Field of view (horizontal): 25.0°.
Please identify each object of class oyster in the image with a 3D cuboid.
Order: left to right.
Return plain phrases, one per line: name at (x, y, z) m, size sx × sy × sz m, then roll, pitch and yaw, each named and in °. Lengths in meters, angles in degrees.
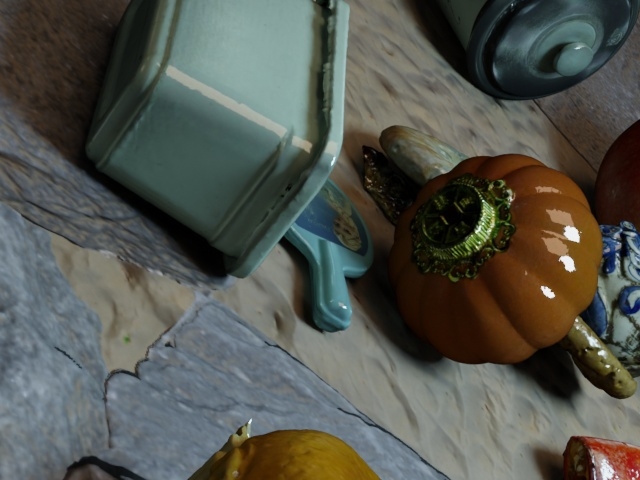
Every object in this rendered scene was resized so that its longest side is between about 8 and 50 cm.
oyster at (0.089, -0.045, 1.609) m, size 0.132 × 0.029 × 0.086 m, roll 39°, pitch 29°, yaw -23°

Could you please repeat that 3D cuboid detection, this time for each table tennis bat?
table tennis bat at (0.000, 0.000, 1.418) m, size 0.149 × 0.038 × 0.237 m, roll 34°, pitch 28°, yaw -29°

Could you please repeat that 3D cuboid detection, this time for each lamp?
lamp at (0.174, 0.019, 1.450) m, size 0.196 × 0.223 × 0.223 m, roll 41°, pitch 25°, yaw -46°

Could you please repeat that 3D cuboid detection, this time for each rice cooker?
rice cooker at (0.301, -0.351, 2.054) m, size 0.316 × 0.264 × 0.316 m, roll 157°, pitch -90°, yaw -90°

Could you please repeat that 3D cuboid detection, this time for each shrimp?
shrimp at (0.190, -0.037, 1.668) m, size 0.317 × 0.077 × 0.168 m, roll 32°, pitch 13°, yaw -29°

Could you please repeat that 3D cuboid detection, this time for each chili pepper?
chili pepper at (0.330, 0.260, 1.519) m, size 0.192 × 0.086 × 0.084 m, roll 16°, pitch 13°, yaw -34°

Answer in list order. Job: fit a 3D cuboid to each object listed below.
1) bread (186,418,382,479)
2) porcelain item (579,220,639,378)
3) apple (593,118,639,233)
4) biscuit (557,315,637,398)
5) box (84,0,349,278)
bread at (0.048, 0.298, 0.950) m, size 0.388 × 0.183 × 0.236 m, roll 45°, pitch 25°, yaw -8°
porcelain item at (0.442, 0.075, 1.805) m, size 0.288 × 0.138 × 0.186 m, roll 3°, pitch 55°, yaw -22°
apple at (0.564, -0.040, 2.028) m, size 0.348 × 0.277 × 0.348 m, roll 33°, pitch 34°, yaw -26°
biscuit at (0.268, 0.093, 1.618) m, size 0.226 × 0.042 × 0.226 m, roll 47°, pitch 3°, yaw -3°
box at (-0.096, -0.141, 1.321) m, size 0.182 × 0.175 × 0.312 m, roll 29°, pitch 33°, yaw -18°
